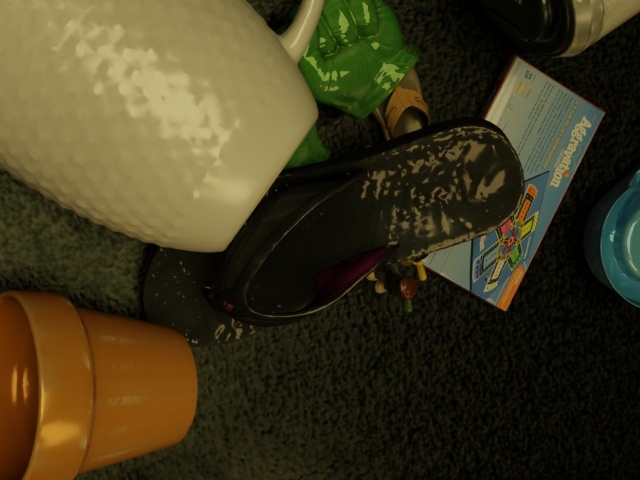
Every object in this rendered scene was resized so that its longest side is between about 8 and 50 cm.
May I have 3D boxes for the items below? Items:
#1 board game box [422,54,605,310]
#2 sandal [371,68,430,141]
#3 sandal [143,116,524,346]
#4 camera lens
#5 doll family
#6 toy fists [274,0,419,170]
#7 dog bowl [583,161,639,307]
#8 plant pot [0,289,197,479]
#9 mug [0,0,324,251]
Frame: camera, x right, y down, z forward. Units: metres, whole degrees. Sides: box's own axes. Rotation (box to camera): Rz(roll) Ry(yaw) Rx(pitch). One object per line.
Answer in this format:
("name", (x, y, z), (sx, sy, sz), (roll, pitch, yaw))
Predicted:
("board game box", (0.230, -0.070, 1.403), (0.145, 0.027, 0.281), (29, 85, -17))
("sandal", (0.099, -0.141, 1.341), (0.072, 0.049, 0.180), (-17, 99, -16))
("sandal", (0.000, -0.003, 1.209), (0.446, 0.107, 0.167), (-24, 112, 11))
("camera lens", (0.313, -0.358, 1.305), (0.274, 0.219, 0.219), (-34, 104, -13))
("doll family", (0.078, -0.014, 1.312), (0.076, 0.111, 0.193), (-34, 103, -13))
("toy fists", (-0.023, -0.161, 1.262), (0.142, 0.096, 0.279), (41, 93, -11))
("dog bowl", (0.459, -0.042, 1.457), (0.297, 0.074, 0.166), (-41, 105, -10))
("plant pot", (-0.239, 0.156, 1.188), (0.188, 0.205, 0.205), (3, 94, -34))
("mug", (-0.152, -0.188, 1.093), (0.328, 0.276, 0.374), (36, 91, -3))
